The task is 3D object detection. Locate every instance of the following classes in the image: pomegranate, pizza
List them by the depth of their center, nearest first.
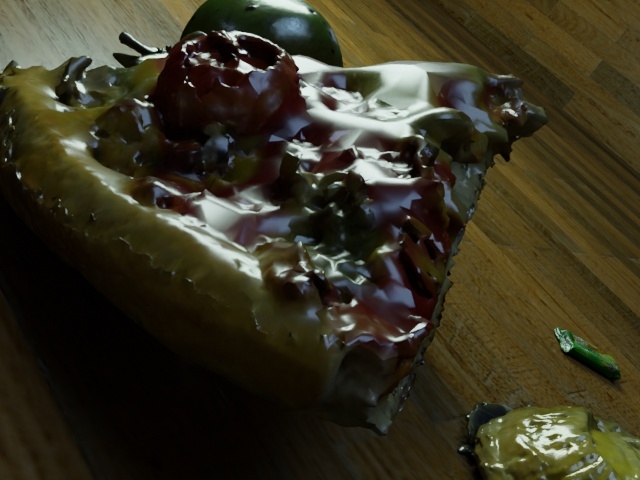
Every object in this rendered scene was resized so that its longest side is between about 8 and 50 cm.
[{"bbox_3d":[-0.006,-0.080,0.574,0.406,0.130,0.440,-23,41,-33],"label":"pizza"},{"bbox_3d":[-0.089,-0.158,0.801,0.224,0.181,0.181,-13,49,-32],"label":"pomegranate"}]

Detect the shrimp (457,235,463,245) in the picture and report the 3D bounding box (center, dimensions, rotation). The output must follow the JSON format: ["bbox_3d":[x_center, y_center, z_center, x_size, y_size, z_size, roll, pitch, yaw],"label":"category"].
[{"bbox_3d":[0.006,-0.001,0.675,0.145,0.116,0.343,45,37,15],"label":"shrimp"}]

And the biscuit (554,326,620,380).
[{"bbox_3d":[0.319,0.135,0.966,0.089,0.016,0.046,31,24,-11],"label":"biscuit"}]

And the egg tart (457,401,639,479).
[{"bbox_3d":[0.236,0.200,0.652,0.252,0.098,0.232,30,21,-3],"label":"egg tart"}]
